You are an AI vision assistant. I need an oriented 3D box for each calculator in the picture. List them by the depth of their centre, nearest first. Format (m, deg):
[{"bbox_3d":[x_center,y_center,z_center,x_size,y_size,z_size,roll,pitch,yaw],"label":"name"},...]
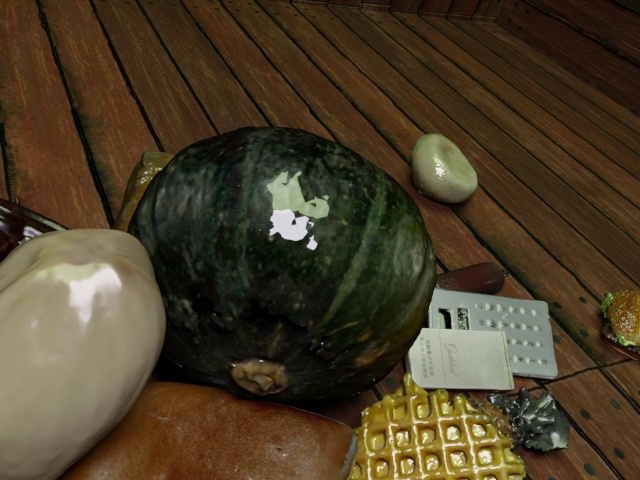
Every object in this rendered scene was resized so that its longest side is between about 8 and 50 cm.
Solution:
[{"bbox_3d":[0.319,0.175,1.172,0.261,0.021,0.161,7,64,-12],"label":"calculator"}]

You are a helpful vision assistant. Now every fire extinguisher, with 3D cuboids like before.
[{"bbox_3d":[0.303,0.090,1.295,0.267,0.072,0.089,-11,8,-33],"label":"fire extinguisher"}]

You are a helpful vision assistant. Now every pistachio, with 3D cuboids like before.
[{"bbox_3d":[-0.293,0.136,0.667,0.208,0.332,0.226,27,-3,16],"label":"pistachio"}]

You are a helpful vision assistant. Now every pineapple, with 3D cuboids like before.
[{"bbox_3d":[0.299,0.300,0.992,0.237,0.119,0.111,-3,-4,-31],"label":"pineapple"}]

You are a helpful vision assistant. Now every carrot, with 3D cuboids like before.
[{"bbox_3d":[-0.320,-0.055,1.189,0.138,0.139,0.302,10,44,-10],"label":"carrot"}]

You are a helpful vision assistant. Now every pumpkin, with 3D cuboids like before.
[{"bbox_3d":[-0.060,0.054,0.884,0.454,0.454,0.344,17,55,0],"label":"pumpkin"}]

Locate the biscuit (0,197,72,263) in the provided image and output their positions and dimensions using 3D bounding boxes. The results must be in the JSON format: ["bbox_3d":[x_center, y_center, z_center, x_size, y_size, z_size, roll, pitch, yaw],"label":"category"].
[{"bbox_3d":[-0.446,0.053,0.881,0.407,0.091,0.407,33,15,-10],"label":"biscuit"}]

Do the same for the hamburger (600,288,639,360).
[{"bbox_3d":[0.661,0.172,1.308,0.137,0.087,0.166,28,38,15],"label":"hamburger"}]

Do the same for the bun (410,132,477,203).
[{"bbox_3d":[0.306,-0.175,1.603,0.222,0.127,0.222,36,31,-26],"label":"bun"}]

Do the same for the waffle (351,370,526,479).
[{"bbox_3d":[0.144,0.323,0.858,0.245,0.052,0.254,37,74,23],"label":"waffle"}]

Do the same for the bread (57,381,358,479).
[{"bbox_3d":[-0.147,0.327,0.690,0.323,0.143,0.333,9,33,14],"label":"bread"}]

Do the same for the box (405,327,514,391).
[{"bbox_3d":[0.246,0.214,1.103,0.198,0.029,0.109,4,64,-15],"label":"box"}]
